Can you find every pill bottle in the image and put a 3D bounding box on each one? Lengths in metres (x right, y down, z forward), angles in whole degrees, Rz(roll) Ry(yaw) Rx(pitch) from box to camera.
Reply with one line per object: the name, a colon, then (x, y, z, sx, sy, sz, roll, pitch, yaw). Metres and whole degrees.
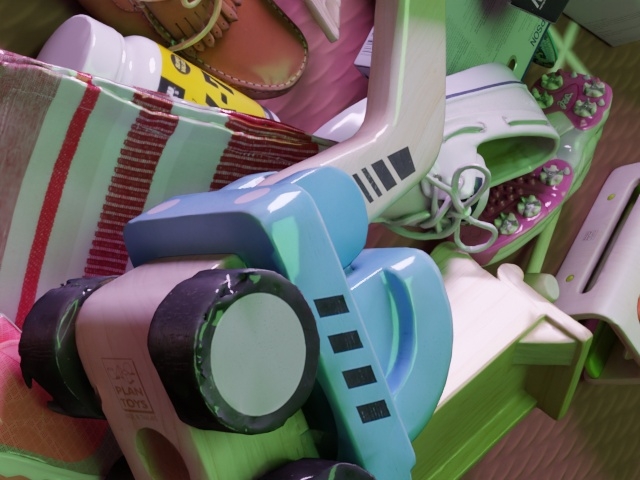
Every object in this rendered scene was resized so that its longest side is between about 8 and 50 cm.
pill bottle: (-0.142, -0.103, 1.120, 0.208, 0.119, 0.119, 27, 66, -37)

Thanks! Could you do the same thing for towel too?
towel: (-0.149, -0.005, 1.055, 0.329, 0.037, 0.237, 12, 101, -29)

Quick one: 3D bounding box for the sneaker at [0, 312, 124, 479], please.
sneaker: (-0.227, 0.126, 0.992, 0.314, 0.116, 0.136, 10, 91, -41)

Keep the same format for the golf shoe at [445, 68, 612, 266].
golf shoe: (0.242, -0.059, 1.469, 0.306, 0.115, 0.140, -49, 149, -31)

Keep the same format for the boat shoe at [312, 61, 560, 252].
boat shoe: (0.116, -0.060, 1.259, 0.367, 0.136, 0.156, -22, 63, -46)

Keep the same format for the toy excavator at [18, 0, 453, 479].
toy excavator: (0.000, 0.000, 0.998, 0.445, 0.222, 0.433, -32, 108, -39)

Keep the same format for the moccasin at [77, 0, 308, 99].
moccasin: (-0.143, -0.258, 1.122, 0.380, 0.147, 0.139, 45, 57, -29)

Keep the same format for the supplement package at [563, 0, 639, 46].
supplement package: (0.364, -0.336, 1.634, 0.179, 0.105, 0.105, 23, 69, -39)

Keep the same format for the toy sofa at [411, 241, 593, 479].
toy sofa: (0.074, 0.175, 1.225, 0.362, 0.177, 0.150, -38, 150, -28)

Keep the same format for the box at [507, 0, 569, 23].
box: (0.291, -0.393, 1.350, 0.060, 0.270, 0.216, 24, 45, -3)

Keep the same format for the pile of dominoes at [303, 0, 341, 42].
pile of dominoes: (-0.061, -0.318, 1.249, 0.251, 0.040, 0.196, 55, 18, -23)

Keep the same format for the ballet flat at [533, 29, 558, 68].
ballet flat: (0.216, -0.276, 1.527, 0.070, 0.070, 0.188, -42, 110, -38)

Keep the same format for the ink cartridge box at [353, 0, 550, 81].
ink cartridge box: (0.151, -0.222, 1.418, 0.224, 0.045, 0.223, 41, 71, -46)

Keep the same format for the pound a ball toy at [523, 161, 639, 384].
pound a ball toy: (0.362, 0.022, 1.559, 0.208, 0.136, 0.319, 52, 53, -25)
